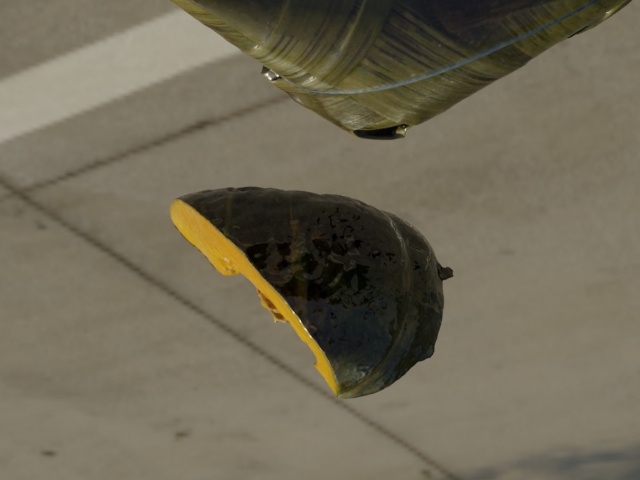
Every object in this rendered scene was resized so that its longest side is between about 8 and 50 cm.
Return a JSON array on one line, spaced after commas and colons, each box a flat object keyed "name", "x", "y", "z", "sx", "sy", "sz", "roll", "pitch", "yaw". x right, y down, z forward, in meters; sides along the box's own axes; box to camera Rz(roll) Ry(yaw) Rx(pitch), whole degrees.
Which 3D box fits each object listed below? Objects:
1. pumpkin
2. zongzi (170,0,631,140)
[{"name": "pumpkin", "x": -0.002, "y": -0.004, "z": 1.319, "sx": 0.163, "sy": 0.278, "sz": 0.111, "roll": -39, "pitch": 152, "yaw": -15}, {"name": "zongzi", "x": 0.052, "y": -0.190, "z": 0.975, "sx": 0.286, "sy": 0.138, "sz": 0.300, "roll": -29, "pitch": 152, "yaw": 27}]
